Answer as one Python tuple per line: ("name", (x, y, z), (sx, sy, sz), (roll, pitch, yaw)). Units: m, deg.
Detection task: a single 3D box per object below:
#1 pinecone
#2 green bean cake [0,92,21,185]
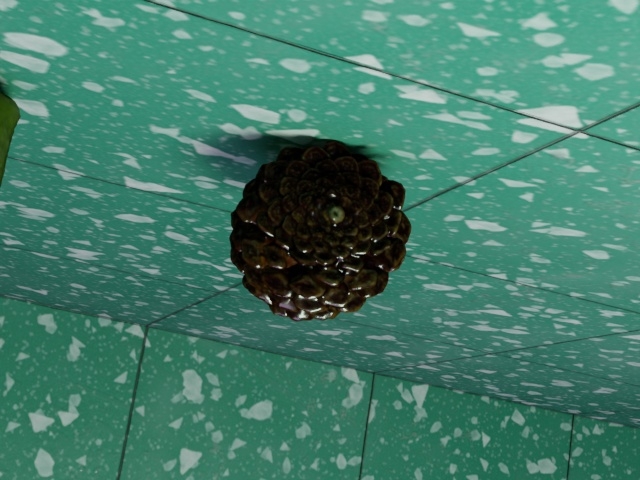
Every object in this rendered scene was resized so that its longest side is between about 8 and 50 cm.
("pinecone", (-0.007, 0.002, 1.060), (0.162, 0.163, 0.165), (11, 153, -9))
("green bean cake", (-0.457, -0.069, 0.960), (0.335, 0.218, 0.319), (1, 164, 37))
